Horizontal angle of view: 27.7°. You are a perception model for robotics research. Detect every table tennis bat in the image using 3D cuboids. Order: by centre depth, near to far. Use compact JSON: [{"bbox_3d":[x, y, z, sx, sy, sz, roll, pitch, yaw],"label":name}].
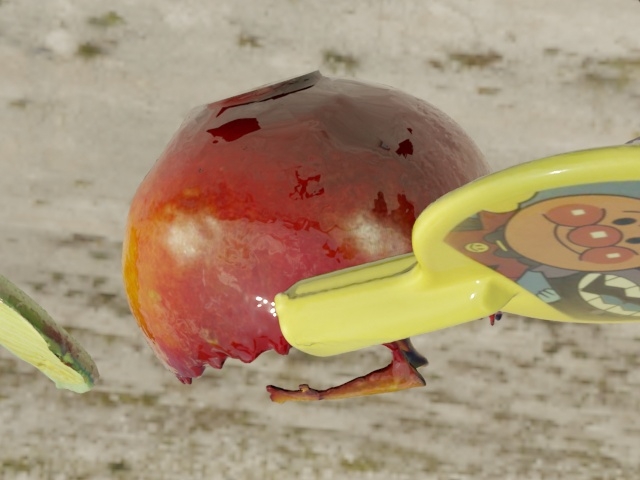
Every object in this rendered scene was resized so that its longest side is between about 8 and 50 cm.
[{"bbox_3d":[0.118,0.017,0.769,0.368,0.054,0.224,-15,152,37],"label":"table tennis bat"}]

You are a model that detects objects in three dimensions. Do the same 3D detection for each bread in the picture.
[{"bbox_3d":[-0.374,0.071,1.483,0.301,0.045,0.301,32,161,13],"label":"bread"}]

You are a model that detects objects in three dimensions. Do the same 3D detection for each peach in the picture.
[{"bbox_3d":[-0.015,-0.015,1.333,0.406,0.310,0.335,-6,-172,24],"label":"peach"}]

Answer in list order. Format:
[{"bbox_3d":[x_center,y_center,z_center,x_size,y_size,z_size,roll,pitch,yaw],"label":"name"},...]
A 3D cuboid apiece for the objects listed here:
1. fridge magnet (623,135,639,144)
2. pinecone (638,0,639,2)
[{"bbox_3d":[0.359,-0.027,1.322,0.265,0.265,0.113,-4,129,40],"label":"fridge magnet"},{"bbox_3d":[0.322,-0.187,0.885,0.212,0.186,0.168,-26,131,31],"label":"pinecone"}]
